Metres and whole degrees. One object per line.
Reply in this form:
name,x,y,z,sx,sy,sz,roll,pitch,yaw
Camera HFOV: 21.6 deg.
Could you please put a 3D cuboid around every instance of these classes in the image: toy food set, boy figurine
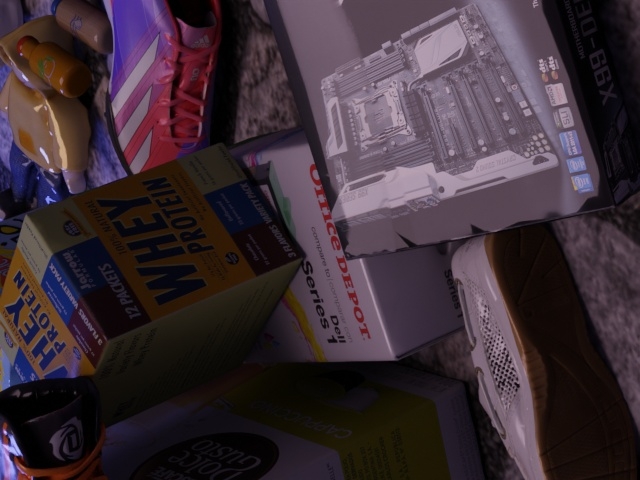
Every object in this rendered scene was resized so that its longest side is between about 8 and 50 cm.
toy food set,-0.258,-0.276,1.718,0.104,0.111,0.232,34,137,39
boy figurine,-0.320,-0.126,1.916,0.177,0.092,0.285,48,145,31

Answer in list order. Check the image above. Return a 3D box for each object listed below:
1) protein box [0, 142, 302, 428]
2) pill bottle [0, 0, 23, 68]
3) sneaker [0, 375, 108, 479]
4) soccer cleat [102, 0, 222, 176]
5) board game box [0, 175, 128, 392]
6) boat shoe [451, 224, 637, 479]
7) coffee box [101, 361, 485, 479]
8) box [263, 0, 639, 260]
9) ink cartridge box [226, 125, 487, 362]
protein box,-0.158,0.048,1.476,0.136,0.201,0.200,55,146,18
pill bottle,-0.483,-0.244,2.006,0.283,0.161,0.161,-12,99,56
sneaker,-0.195,0.225,1.326,0.321,0.125,0.180,34,131,41
soccer cleat,-0.144,-0.173,1.634,0.116,0.109,0.318,18,120,44
board game box,-0.240,0.049,1.737,0.142,0.275,0.144,41,138,33
boat shoe,0.177,0.123,1.371,0.096,0.098,0.277,-23,81,57
coffee box,-0.059,0.318,1.590,0.338,0.334,0.338,9,116,52
box,0.088,-0.156,1.273,0.242,0.076,0.307,-11,100,34
ink cartridge box,0.000,0.000,1.518,0.278,0.117,0.201,-7,103,55
